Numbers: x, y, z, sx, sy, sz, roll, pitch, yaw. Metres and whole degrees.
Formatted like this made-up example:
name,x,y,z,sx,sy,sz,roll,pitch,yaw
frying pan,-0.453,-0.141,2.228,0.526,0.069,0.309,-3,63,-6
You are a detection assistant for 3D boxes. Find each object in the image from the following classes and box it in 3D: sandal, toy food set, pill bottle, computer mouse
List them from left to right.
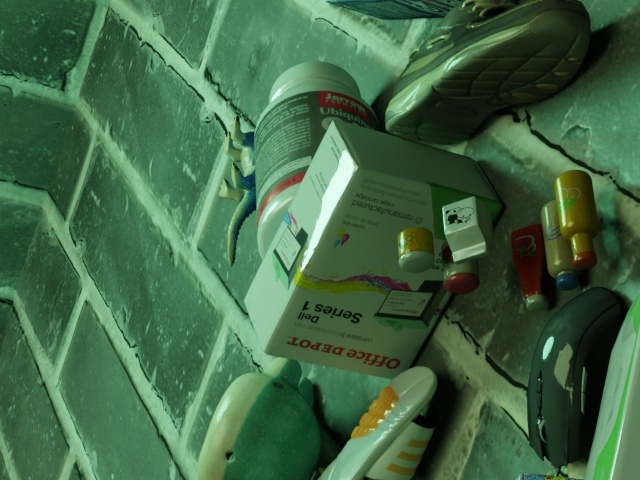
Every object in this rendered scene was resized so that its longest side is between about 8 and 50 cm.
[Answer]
name,x,y,z,sx,sy,sz,roll,pitch,yaw
pill bottle,0.000,-0.096,2.008,0.176,0.176,0.318,-57,23,34
sandal,0.071,0.264,1.811,0.265,0.076,0.102,-53,15,16
toy food set,0.198,0.019,1.618,0.232,0.111,0.105,-18,56,25
computer mouse,0.252,0.179,1.504,0.184,0.060,0.262,32,107,64

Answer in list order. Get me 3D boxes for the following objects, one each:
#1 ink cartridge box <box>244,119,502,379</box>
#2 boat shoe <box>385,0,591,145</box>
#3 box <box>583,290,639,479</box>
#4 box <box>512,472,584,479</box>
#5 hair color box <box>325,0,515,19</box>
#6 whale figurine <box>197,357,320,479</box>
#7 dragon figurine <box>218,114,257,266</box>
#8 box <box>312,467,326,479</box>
name,x,y,z,sx,sy,sz,roll,pitch,yaw
ink cartridge box,0.058,0.018,1.817,0.278,0.201,0.117,-63,28,26
boat shoe,0.183,-0.223,1.767,0.355,0.132,0.130,-25,56,57
box,0.299,0.183,1.034,0.127,0.231,0.262,101,-171,-55
box,0.222,0.332,1.202,0.290,0.279,0.177,125,148,-50
hair color box,0.139,-0.382,1.964,0.347,0.105,0.174,16,93,65
whale figurine,-0.053,0.258,1.983,0.216,0.141,0.272,-70,-16,11
dragon figurine,-0.068,-0.095,2.199,0.085,0.144,0.289,120,156,-52
box,0.041,0.375,1.842,0.087,0.058,0.232,-68,27,15
